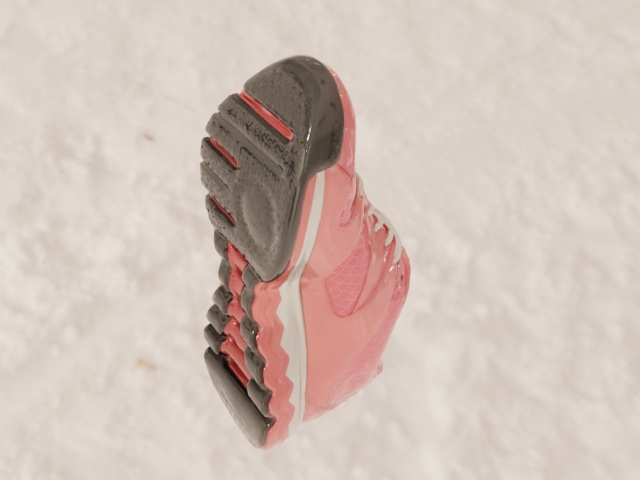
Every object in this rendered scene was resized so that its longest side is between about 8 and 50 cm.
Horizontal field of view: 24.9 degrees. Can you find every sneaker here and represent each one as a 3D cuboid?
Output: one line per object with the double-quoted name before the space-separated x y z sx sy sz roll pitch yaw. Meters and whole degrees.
"sneaker" 0.000 0.000 0.979 0.136 0.313 0.116 -18 47 -27
